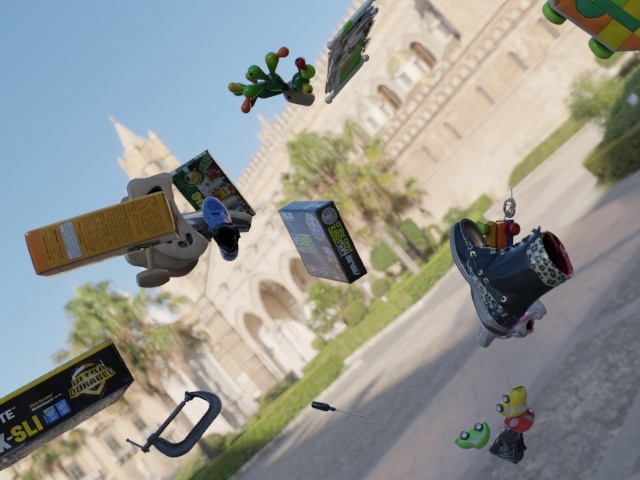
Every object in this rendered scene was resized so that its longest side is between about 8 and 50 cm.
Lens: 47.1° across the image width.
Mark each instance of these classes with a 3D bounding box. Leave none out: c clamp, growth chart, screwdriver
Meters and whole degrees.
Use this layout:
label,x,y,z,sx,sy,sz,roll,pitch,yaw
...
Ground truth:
label,x,y,z,sx,sy,sz,roll,pitch,yaw
c clamp,-0.261,0.329,1.333,0.160,0.137,0.022,-45,-48,-27
growth chart,0.058,-0.358,1.370,0.172,0.021,0.237,-53,-9,-15
screwdriver,0.055,0.465,2.009,0.024,0.170,0.025,-65,-26,-43

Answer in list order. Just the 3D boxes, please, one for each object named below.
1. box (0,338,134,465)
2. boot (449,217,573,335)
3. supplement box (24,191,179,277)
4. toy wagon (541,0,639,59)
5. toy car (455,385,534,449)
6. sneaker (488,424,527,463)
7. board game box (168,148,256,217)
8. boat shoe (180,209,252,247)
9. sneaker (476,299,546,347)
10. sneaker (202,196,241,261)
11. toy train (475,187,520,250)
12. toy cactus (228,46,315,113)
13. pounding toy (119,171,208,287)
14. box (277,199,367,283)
label,x,y,z,sx,sy,sz,roll,pitch,yaw
box,-0.431,0.270,1.128,0.257,0.079,0.322,-28,-6,-25
boot,0.324,0.023,1.260,0.085,0.236,0.178,12,-42,-32
supplement box,-0.356,-0.009,1.215,0.233,0.080,0.078,-20,-6,-5
toy wagon,0.528,-0.496,1.361,0.068,0.344,0.267,-60,6,-37
toy car,0.456,0.484,1.900,0.225,0.053,0.239,-32,-38,1
sneaker,0.630,0.650,2.388,0.101,0.106,0.267,-45,-23,-24
board game box,-0.305,-0.129,2.087,0.136,0.259,0.030,-30,39,7
boat shoe,-0.299,-0.015,1.700,0.285,0.092,0.103,-2,-15,-11
sneaker,0.542,0.240,2.087,0.103,0.111,0.252,-30,-19,-47
sneaker,-0.213,-0.035,1.579,0.058,0.152,0.084,-16,-13,-14
toy train,0.524,-0.041,2.229,0.143,0.248,0.105,3,-1,-33
toy cactus,-0.076,-0.311,1.505,0.219,0.112,0.180,-18,-21,36
pounding toy,-0.301,-0.028,1.461,0.154,0.269,0.155,3,-34,-30
box,0.000,0.000,1.965,0.060,0.216,0.270,-32,15,-20
